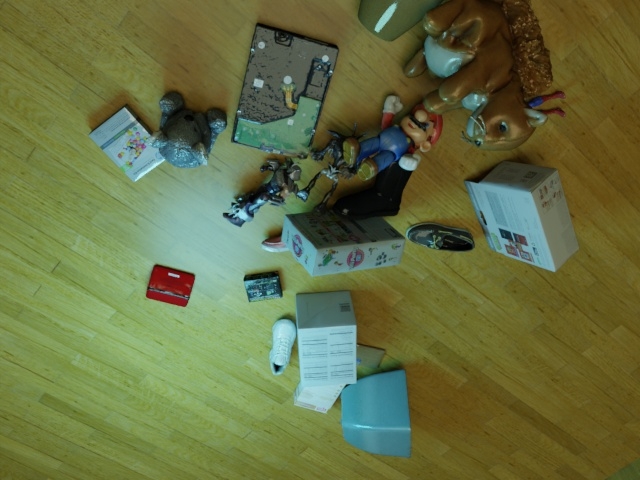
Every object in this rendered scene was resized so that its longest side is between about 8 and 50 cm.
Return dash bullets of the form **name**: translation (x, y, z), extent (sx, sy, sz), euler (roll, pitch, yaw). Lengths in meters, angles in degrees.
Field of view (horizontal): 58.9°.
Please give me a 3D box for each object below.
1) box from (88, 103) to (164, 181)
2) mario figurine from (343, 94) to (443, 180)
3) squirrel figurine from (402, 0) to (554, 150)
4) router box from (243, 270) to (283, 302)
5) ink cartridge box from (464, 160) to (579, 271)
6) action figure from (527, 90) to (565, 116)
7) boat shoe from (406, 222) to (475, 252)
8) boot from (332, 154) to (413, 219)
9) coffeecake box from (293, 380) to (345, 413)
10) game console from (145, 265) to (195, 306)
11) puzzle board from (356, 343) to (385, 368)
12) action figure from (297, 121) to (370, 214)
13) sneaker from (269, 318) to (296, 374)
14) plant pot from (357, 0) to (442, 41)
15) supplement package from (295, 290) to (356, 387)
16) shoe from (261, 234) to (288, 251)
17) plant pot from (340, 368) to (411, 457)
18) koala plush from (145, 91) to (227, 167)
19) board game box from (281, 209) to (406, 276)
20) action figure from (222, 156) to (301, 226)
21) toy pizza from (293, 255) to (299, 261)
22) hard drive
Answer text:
- **box**: translation (-0.559, -0.283, 1.666), extent (0.145, 0.038, 0.186), euler (-32, 119, 14)
- **mario figurine**: translation (0.222, -0.304, 1.590), extent (0.321, 0.170, 0.198), euler (-32, 107, -25)
- **squirrel figurine**: translation (0.465, -0.430, 1.469), extent (0.397, 0.281, 0.370), euler (-30, 81, -16)
- **router box**: translation (-0.196, 0.160, 1.951), extent (0.123, 0.038, 0.092), euler (-8, 120, 1)
- **ink cartridge box**: translation (0.631, -0.086, 1.788), extent (0.130, 0.272, 0.309), euler (-39, 121, -17)
- **action figure**: translation (0.582, -0.356, 1.654), extent (0.281, 0.139, 0.091), euler (-12, 120, 6)
- **boat shoe**: translation (0.400, -0.006, 1.879), extent (0.228, 0.068, 0.081), euler (5, 120, -7)
- **boot**: translation (0.165, -0.173, 1.726), extent (0.247, 0.094, 0.207), euler (-4, 125, -28)
- **coffeecake box**: translation (-0.002, 0.567, 2.188), extent (0.142, 0.068, 0.185), euler (20, 117, -16)
- **game console**: translation (-0.514, 0.159, 1.943), extent (0.144, 0.085, 0.124), euler (16, 87, -14)
- **puzzle board**: translation (0.172, 0.441, 2.160), extent (0.128, 0.011, 0.096), euler (15, 119, -12)
- **action figure**: translation (0.038, -0.222, 1.691), extent (0.164, 0.141, 0.275), euler (34, 93, -13)
- **sneaker**: translation (-0.135, 0.392, 2.047), extent (0.091, 0.115, 0.232), euler (4, 120, -7)
- **plant pot**: translation (0.211, -0.642, 1.424), extent (0.237, 0.237, 0.254), euler (24, 131, -17)
- **supplement package**: translation (0.019, 0.343, 1.981), extent (0.198, 0.199, 0.262), euler (-4, 121, -3)
- **shoe**: translation (-0.104, -0.012, 1.846), extent (0.178, 0.063, 0.081), euler (-1, 119, -10)
- **plant pot**: translation (0.206, 0.657, 2.139), extent (0.252, 0.247, 0.247), euler (-3, 136, 5)
- **koala plush**: translation (-0.375, -0.275, 1.562), extent (0.196, 0.221, 0.203), euler (19, 108, -15)
- **board game box**: translation (0.067, -0.004, 1.709), extent (0.304, 0.224, 0.097), euler (-6, 121, -27)
- **action figure**: translation (-0.161, -0.147, 1.701), extent (0.285, 0.185, 0.099), euler (-35, 121, 27)
- **toy pizza**: translation (0.000, 0.000, 1.834), extent (0.201, 0.032, 0.201), euler (-14, 124, -23)
- **hard drive**: translation (-0.106, -0.413, 1.607), extent (0.237, 0.064, 0.338), euler (12, 118, -11)
